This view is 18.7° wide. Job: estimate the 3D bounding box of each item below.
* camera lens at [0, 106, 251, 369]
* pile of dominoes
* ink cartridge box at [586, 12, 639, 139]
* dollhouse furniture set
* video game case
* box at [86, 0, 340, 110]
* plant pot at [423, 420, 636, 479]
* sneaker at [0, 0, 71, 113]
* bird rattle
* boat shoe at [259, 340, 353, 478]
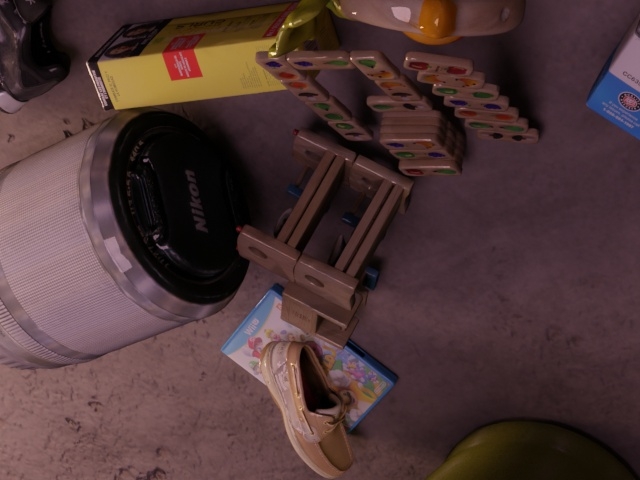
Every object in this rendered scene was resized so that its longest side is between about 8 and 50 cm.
[{"bbox_3d":[-0.224,0.002,1.960,0.274,0.219,0.219,-21,111,35],"label":"camera lens"},{"bbox_3d":[0.075,-0.112,1.748,0.196,0.040,0.251,1,166,23],"label":"pile of dominoes"},{"bbox_3d":[0.338,-0.163,1.661,0.140,0.082,0.190,32,132,2],"label":"ink cartridge box"},{"bbox_3d":[0.000,0.000,1.938,0.129,0.129,0.183,27,160,8],"label":"dollhouse furniture set"},{"bbox_3d":[-0.013,0.133,2.083,0.166,0.015,0.119,38,131,-2],"label":"video game case"},{"bbox_3d":[-0.104,-0.178,1.864,0.232,0.087,0.058,-3,121,29],"label":"box"},{"bbox_3d":[0.179,0.375,1.937,0.367,0.353,0.366,13,127,18],"label":"plant pot"},{"bbox_3d":[-0.323,-0.243,1.937,0.106,0.078,0.234,-16,115,26],"label":"sneaker"},{"bbox_3d":[0.078,-0.205,1.648,0.207,0.253,0.143,23,106,37],"label":"bird rattle"},{"bbox_3d":[-0.004,0.180,2.060,0.059,0.063,0.170,-13,115,39],"label":"boat shoe"}]
